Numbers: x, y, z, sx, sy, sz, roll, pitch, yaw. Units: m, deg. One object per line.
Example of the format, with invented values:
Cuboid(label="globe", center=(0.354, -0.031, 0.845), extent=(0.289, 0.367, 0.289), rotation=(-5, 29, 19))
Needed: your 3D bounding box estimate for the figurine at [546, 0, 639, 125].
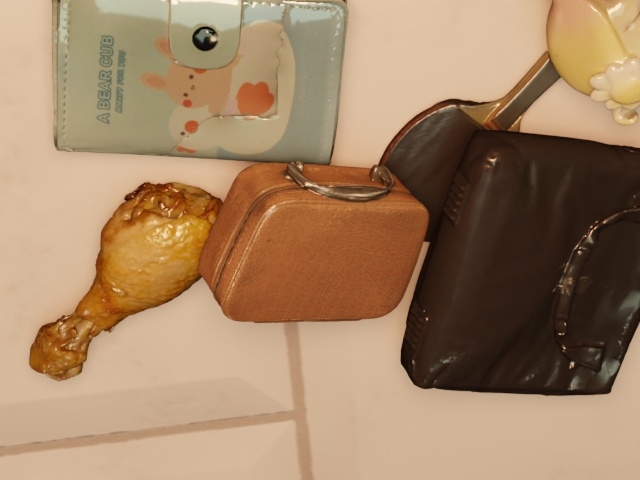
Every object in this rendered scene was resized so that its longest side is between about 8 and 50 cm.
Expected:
Cuboid(label="figurine", center=(0.190, -0.264, 0.974), extent=(0.274, 0.226, 0.394), rotation=(-5, 134, 31))

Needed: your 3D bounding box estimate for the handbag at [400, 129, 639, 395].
Cuboid(label="handbag", center=(0.211, 0.026, 1.136), extent=(0.244, 0.088, 0.275), rotation=(5, 115, -18))

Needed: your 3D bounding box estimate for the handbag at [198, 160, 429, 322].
Cuboid(label="handbag", center=(0.000, 0.000, 1.068), extent=(0.193, 0.072, 0.151), rotation=(5, 122, -33))

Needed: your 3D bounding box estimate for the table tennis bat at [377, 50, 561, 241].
Cuboid(label="table tennis bat", center=(0.144, -0.087, 1.118), extent=(0.130, 0.019, 0.220), rotation=(36, 109, -22))

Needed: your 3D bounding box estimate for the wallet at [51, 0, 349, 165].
Cuboid(label="wallet", center=(-0.106, -0.150, 1.031), extent=(0.250, 0.075, 0.176), rotation=(2, 121, -8))

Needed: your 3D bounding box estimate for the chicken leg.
Cuboid(label="chicken leg", center=(-0.184, 0.043, 1.111), extent=(0.107, 0.087, 0.251), rotation=(35, 111, -25))
